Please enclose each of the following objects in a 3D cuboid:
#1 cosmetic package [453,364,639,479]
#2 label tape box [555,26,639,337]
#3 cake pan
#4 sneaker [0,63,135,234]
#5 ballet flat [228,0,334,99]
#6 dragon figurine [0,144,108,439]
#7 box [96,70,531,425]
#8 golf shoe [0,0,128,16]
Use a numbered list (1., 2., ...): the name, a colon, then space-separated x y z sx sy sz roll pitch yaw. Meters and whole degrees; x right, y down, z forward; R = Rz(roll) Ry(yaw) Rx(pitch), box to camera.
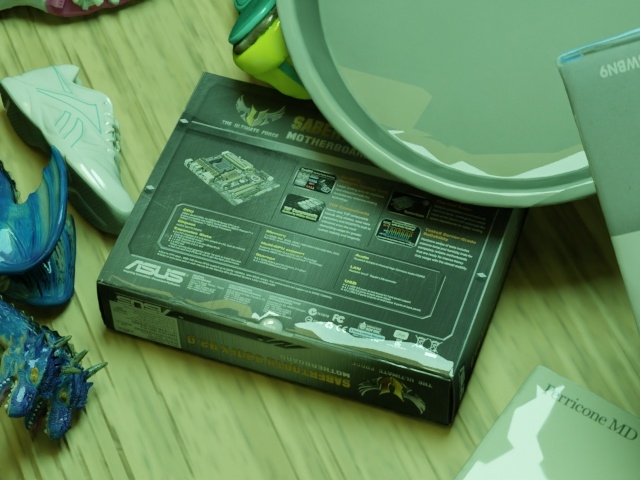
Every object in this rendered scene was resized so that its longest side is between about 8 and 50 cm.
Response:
1. cosmetic package: 0.096 0.235 0.948 0.160 0.113 0.309 28 61 19
2. label tape box: 0.263 0.040 0.960 0.115 0.347 0.249 -12 6 33
3. cake pan: 0.119 -0.164 1.124 0.293 0.054 0.293 0 87 6
4. sneaker: -0.155 -0.067 1.210 0.061 0.053 0.152 -27 57 -20
5. ballet flat: -0.017 -0.157 1.247 0.077 0.077 0.231 39 22 -17
6. dragon figurine: -0.195 -0.006 1.146 0.144 0.085 0.289 3 55 4
7. box: 0.000 0.000 1.154 0.231 0.056 0.183 15 54 12
8. golf shoe: -0.260 -0.213 1.296 0.306 0.115 0.140 -10 44 -14
